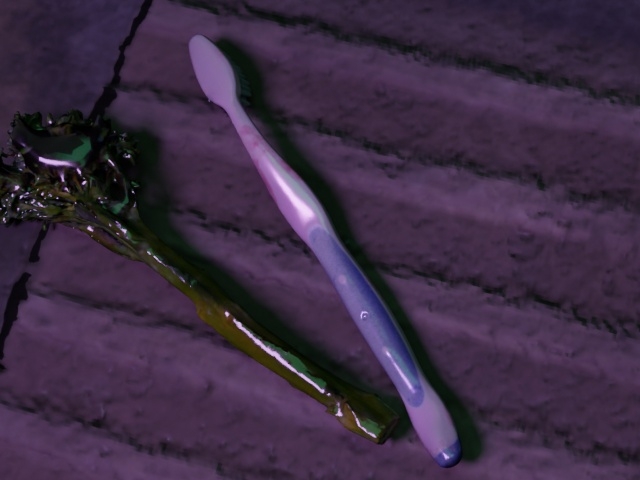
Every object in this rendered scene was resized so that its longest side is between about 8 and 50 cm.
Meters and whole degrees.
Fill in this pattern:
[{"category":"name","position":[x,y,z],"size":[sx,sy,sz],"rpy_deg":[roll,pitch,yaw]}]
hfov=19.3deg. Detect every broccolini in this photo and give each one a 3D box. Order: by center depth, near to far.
[{"category":"broccolini","position":[-0.062,0.019,0.939],"size":[0.254,0.071,0.057],"rpy_deg":[37,34,13]}]

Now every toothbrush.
[{"category":"toothbrush","position":[0.000,0.000,0.934],"size":[0.021,0.027,0.269],"rpy_deg":[-43,63,27]}]
